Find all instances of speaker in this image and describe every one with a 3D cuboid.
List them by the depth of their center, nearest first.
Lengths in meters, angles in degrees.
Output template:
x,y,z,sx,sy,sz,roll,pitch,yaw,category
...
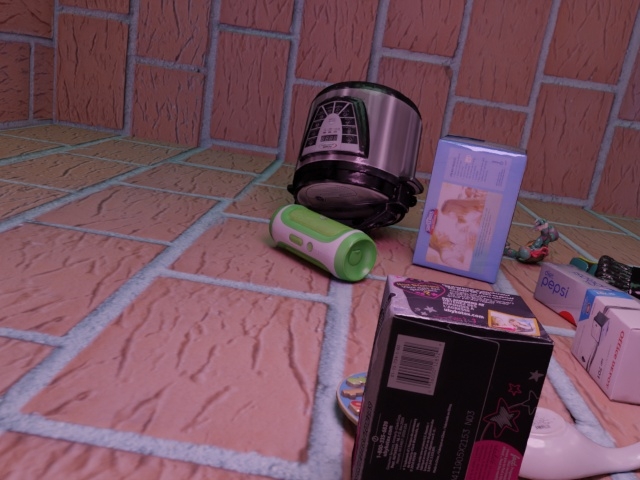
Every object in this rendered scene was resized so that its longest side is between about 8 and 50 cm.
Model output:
x,y,z,sx,sy,sz,roll,pitch,yaw,category
0.000,0.000,1.464,0.131,0.131,0.297,-4,20,-40,speaker

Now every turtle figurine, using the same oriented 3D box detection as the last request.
x,y,z,sx,sy,sz,roll,pitch,yaw,category
0.636,0.014,1.807,0.175,0.118,0.234,-31,-14,37,turtle figurine

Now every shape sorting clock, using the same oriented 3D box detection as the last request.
x,y,z,sx,sy,sz,roll,pitch,yaw,category
0.124,0.235,0.843,0.206,0.040,0.206,8,16,-2,shape sorting clock

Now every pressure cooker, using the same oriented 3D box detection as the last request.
x,y,z,sx,sy,sz,roll,pitch,yaw,category
0.112,-0.216,1.795,0.376,0.420,0.370,16,-18,-11,pressure cooker

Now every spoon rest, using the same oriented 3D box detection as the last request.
x,y,z,sx,sy,sz,roll,pitch,yaw,category
0.355,0.273,0.807,0.277,0.084,0.137,-5,15,-2,spoon rest

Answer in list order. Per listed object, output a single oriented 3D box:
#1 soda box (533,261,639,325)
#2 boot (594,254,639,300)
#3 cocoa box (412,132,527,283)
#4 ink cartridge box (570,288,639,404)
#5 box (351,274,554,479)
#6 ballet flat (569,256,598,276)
x,y,z,sx,sy,sz,roll,pitch,yaw,category
0.609,0.141,1.347,0.091,0.098,0.286,6,16,-16,soda box
0.759,0.144,1.354,0.260,0.131,0.348,16,14,16,boot
0.406,-0.095,1.615,0.232,0.346,0.228,14,17,15,cocoa box
0.536,0.185,1.068,0.082,0.139,0.190,8,15,2,ink cartridge box
0.127,0.181,0.651,0.164,0.247,0.142,10,14,2,box
0.762,0.098,1.647,0.077,0.077,0.231,23,14,-1,ballet flat
